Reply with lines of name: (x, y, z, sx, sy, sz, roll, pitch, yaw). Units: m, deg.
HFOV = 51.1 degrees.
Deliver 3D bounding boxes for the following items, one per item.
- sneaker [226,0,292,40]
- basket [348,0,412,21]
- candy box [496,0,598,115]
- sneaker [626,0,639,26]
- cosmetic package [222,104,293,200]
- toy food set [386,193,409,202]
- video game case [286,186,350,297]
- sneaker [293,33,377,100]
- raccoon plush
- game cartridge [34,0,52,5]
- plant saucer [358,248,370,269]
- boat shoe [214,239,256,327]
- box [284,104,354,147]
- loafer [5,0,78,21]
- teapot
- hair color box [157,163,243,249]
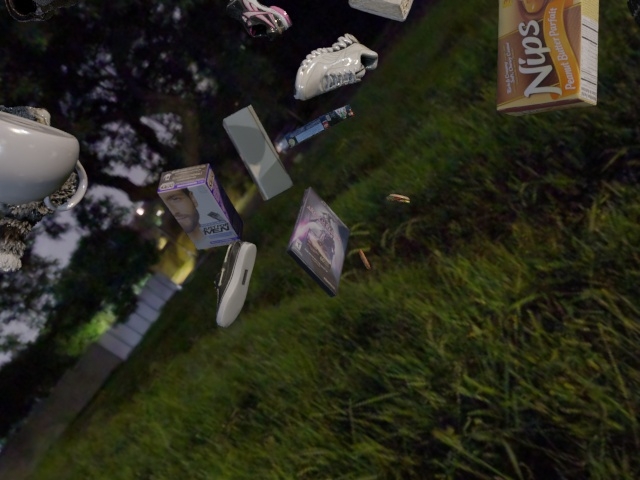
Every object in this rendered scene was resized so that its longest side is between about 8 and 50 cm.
sneaker: (-0.160, -0.526, 1.595, 0.077, 0.178, 0.072, -57, -30, -18)
basket: (0.161, -0.672, 1.786, 0.103, 0.167, 0.113, 5, -76, -76)
candy box: (0.464, -0.427, 1.372, 0.183, 0.088, 0.316, 1, 90, 47)
sneaker: (0.781, -0.516, 1.507, 0.118, 0.279, 0.107, -27, 8, 12)
cosmetic package: (-0.218, -0.298, 2.323, 0.113, 0.309, 0.160, -30, 7, -6)
toy food set: (0.285, -0.152, 2.444, 0.082, 0.083, 0.020, -179, 101, -78)
video game case: (0.000, 0.000, 1.872, 0.026, 0.196, 0.274, -26, 31, 32)
sneaker: (0.041, -0.446, 1.753, 0.292, 0.118, 0.110, -43, -25, -34)
raccoon plush: (-0.831, -0.161, 1.874, 0.299, 0.216, 0.446, 100, 169, -68)
game cartridge: (-0.714, -0.656, 1.395, 0.068, 0.230, 0.355, -32, -13, 14)
plant saucer: (0.161, 0.071, 2.462, 0.013, 0.083, 0.083, -27, 11, -1)
boat shoe: (-0.224, 0.106, 1.668, 0.078, 0.070, 0.219, 40, -115, -63)
box: (0.000, -0.377, 2.200, 0.159, 0.044, 0.233, -24, 8, 29)
loafer: (-0.785, -0.666, 1.802, 0.130, 0.133, 0.366, -29, 22, -36)
teapot: (-0.620, -0.150, 1.352, 0.252, 0.256, 0.187, -124, 52, -78)
hair color box: (-0.426, -0.115, 2.424, 0.185, 0.339, 0.110, -10, 49, 14)
